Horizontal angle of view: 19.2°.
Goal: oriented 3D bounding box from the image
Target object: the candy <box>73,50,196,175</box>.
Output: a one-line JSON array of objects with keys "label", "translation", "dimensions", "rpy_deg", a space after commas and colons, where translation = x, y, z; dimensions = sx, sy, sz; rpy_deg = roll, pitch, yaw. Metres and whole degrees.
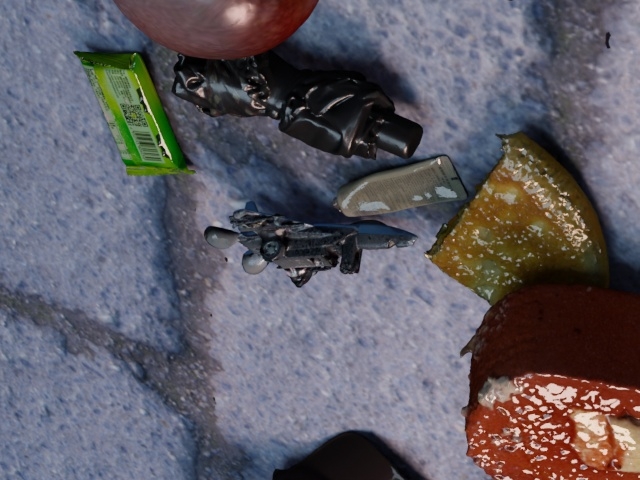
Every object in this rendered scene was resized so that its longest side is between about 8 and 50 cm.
[{"label": "candy", "translation": [-0.217, -0.147, 2.201], "dimensions": [0.102, 0.032, 0.178], "rpy_deg": [7, 132, 38]}]

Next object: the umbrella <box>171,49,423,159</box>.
[{"label": "umbrella", "translation": [-0.020, -0.151, 1.992], "dimensions": [0.272, 0.110, 0.122], "rpy_deg": [22, 137, 15]}]

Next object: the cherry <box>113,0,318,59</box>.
[{"label": "cherry", "translation": [-0.120, -0.276, 1.868], "dimensions": [0.239, 0.206, 0.239], "rpy_deg": [13, 136, 12]}]

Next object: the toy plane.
[{"label": "toy plane", "translation": [-0.002, 0.007, 2.130], "dimensions": [0.246, 0.078, 0.169], "rpy_deg": [7, 159, 33]}]

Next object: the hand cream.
[{"label": "hand cream", "translation": [0.082, -0.055, 2.057], "dimensions": [0.165, 0.037, 0.057], "rpy_deg": [-12, 118, 36]}]

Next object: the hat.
[{"label": "hat", "translation": [0.000, 0.406, 2.407], "dimensions": [0.238, 0.209, 0.336], "rpy_deg": [42, 139, 3]}]

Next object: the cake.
[{"label": "cake", "translation": [0.282, 0.155, 1.933], "dimensions": [0.283, 0.151, 0.177], "rpy_deg": [9, 141, 1]}]

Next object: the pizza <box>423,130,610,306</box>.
[{"label": "pizza", "translation": [0.208, 0.006, 1.982], "dimensions": [0.197, 0.058, 0.292], "rpy_deg": [-4, 124, 30]}]
